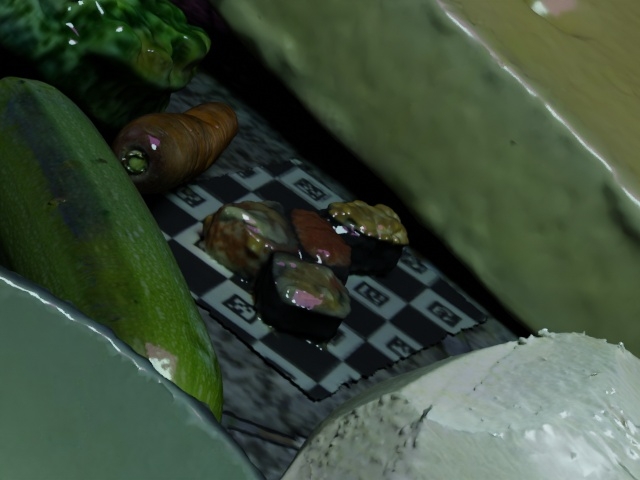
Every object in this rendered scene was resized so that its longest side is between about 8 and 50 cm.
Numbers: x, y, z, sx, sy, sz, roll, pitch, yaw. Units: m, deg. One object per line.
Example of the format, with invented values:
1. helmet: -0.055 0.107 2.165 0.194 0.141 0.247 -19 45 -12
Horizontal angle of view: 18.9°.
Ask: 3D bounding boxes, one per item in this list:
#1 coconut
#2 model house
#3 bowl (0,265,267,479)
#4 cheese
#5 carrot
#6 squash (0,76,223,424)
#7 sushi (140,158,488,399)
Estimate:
1. coconut: 0.058 0.106 0.596 0.161 0.161 0.162 4 43 -48
2. model house: -0.079 -0.179 0.890 0.195 0.189 0.214 45 13 -24
3. bowl: -0.112 0.093 0.465 0.211 0.112 0.211 27 24 -13
4. cheese: 0.145 -0.092 1.104 0.384 0.104 0.384 26 32 -18
5. carrot: -0.063 -0.046 0.905 0.036 0.035 0.165 34 13 5
6. squash: -0.091 0.009 0.726 0.066 0.066 0.229 15 26 -34
7. sushi: 0.000 0.000 0.899 0.139 0.031 0.201 39 23 16
